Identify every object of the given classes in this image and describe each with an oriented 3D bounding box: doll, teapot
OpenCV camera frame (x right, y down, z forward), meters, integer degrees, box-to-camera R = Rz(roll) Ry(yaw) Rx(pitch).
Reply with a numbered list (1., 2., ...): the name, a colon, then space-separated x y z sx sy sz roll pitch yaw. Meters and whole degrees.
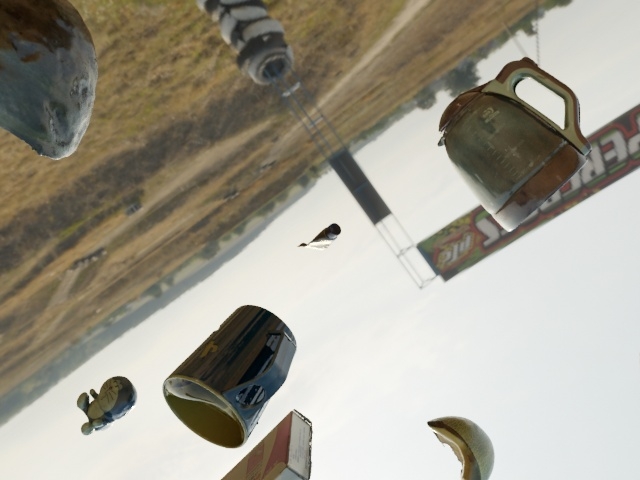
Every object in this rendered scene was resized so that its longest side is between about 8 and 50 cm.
1. doll: -0.296 0.226 0.874 0.083 0.050 0.076 -41 -134 -1
2. teapot: 0.438 -0.235 1.414 0.315 0.312 0.233 -44 172 10

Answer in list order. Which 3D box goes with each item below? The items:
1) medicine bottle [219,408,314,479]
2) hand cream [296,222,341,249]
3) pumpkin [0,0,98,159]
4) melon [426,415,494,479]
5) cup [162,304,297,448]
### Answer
1. medicine bottle: -0.095 0.387 1.003 0.201 0.052 0.171 -45 -171 12
2. hand cream: 0.000 0.000 1.580 0.062 0.039 0.163 5 159 -27
3. pumpkin: -0.393 -0.260 0.756 0.148 0.312 0.169 -45 -177 8
4. melon: 0.290 0.392 1.200 0.128 0.160 0.079 -17 157 -43
5. cup: -0.100 0.170 0.829 0.176 0.131 0.155 -20 -157 41
